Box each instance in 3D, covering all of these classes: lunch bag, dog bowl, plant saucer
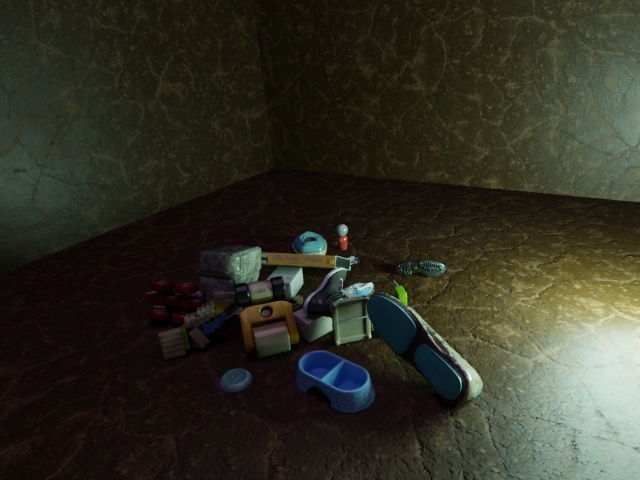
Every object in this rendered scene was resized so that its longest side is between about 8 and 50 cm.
[{"bbox_3d":[-0.402,0.162,1.985,0.213,0.256,0.305,2,7,14],"label":"lunch bag"},{"bbox_3d":[0.044,0.461,1.496,0.297,0.074,0.166,15,30,38],"label":"dog bowl"},{"bbox_3d":[-0.300,0.487,1.572,0.119,0.021,0.119,-4,23,2],"label":"plant saucer"}]

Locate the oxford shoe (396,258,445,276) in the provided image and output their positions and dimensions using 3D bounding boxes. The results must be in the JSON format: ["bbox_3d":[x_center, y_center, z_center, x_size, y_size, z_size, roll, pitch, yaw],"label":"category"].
[{"bbox_3d":[0.495,0.121,2.187,0.227,0.082,0.096,4,20,18],"label":"oxford shoe"}]

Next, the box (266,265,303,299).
[{"bbox_3d":[-0.170,0.201,2.125,0.130,0.091,0.170,3,24,17],"label":"box"}]

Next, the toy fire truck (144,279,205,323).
[{"bbox_3d":[-0.622,0.266,2.023,0.302,0.169,0.254,4,1,19],"label":"toy fire truck"}]

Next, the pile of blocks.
[{"bbox_3d":[-0.479,0.332,1.789,0.362,0.149,0.112,-37,10,-9],"label":"pile of blocks"}]

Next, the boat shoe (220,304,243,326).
[{"bbox_3d":[-0.361,0.320,1.930,0.184,0.066,0.063,-16,39,-29],"label":"boat shoe"}]

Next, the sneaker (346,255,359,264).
[{"bbox_3d":[0.171,0.110,2.332,0.069,0.038,0.098,9,27,32],"label":"sneaker"}]

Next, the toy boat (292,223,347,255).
[{"bbox_3d":[0.000,0.000,2.486,0.318,0.148,0.267,-10,23,-10],"label":"toy boat"}]

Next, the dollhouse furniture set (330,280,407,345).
[{"bbox_3d":[0.171,0.273,1.751,0.302,0.197,0.151,-9,25,-10],"label":"dollhouse furniture set"}]

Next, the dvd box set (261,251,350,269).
[{"bbox_3d":[-0.087,0.103,2.209,0.421,0.062,0.307,2,-5,18],"label":"dvd box set"}]

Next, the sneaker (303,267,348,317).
[{"bbox_3d":[0.068,0.217,1.797,0.147,0.104,0.296,14,36,29],"label":"sneaker"}]

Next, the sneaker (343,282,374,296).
[{"bbox_3d":[0.153,0.230,2.025,0.191,0.071,0.083,-5,6,-41],"label":"sneaker"}]

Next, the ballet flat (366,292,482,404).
[{"bbox_3d":[0.353,0.359,1.533,0.182,0.164,0.483,8,27,-43],"label":"ballet flat"}]

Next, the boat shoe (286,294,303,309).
[{"bbox_3d":[-0.128,0.280,1.987,0.056,0.048,0.153,12,28,34],"label":"boat shoe"}]

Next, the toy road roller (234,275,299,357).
[{"bbox_3d":[-0.221,0.317,1.798,0.203,0.240,0.329,-10,61,-12],"label":"toy road roller"}]

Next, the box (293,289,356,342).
[{"bbox_3d":[0.024,0.304,1.839,0.275,0.094,0.113,-22,30,-36],"label":"box"}]
